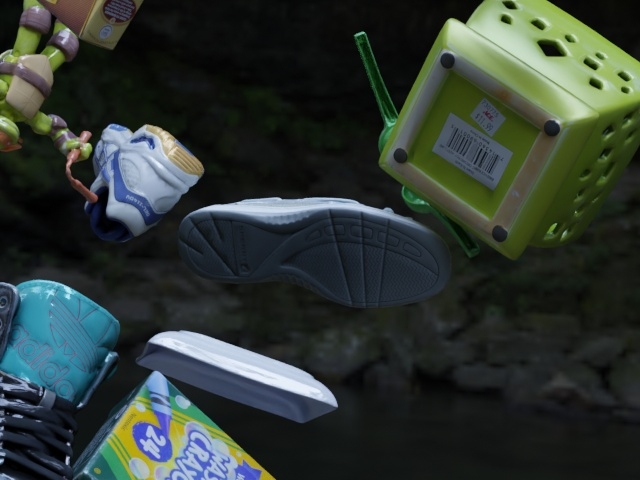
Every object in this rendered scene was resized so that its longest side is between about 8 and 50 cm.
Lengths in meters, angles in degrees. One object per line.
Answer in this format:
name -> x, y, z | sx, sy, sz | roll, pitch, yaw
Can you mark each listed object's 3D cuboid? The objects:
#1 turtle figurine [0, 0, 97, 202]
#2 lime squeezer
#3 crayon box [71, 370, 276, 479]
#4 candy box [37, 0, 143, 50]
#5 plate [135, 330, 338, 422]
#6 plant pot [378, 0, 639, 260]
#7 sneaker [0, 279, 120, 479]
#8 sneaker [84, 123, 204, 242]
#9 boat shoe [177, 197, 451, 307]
turtle figurine -> -0.313, -0.176, 1.676 | 0.087, 0.217, 0.269 | 6, -25, 44
lime squeezer -> 0.105, -0.098, 1.821 | 0.059, 0.310, 0.110 | -28, -18, 8
crayon box -> -0.110, 0.310, 1.576 | 0.083, 0.323, 0.203 | -42, 8, 28
candy box -> -0.190, -0.283, 1.402 | 0.109, 0.186, 0.053 | 41, 15, 30
plate -> -0.123, 0.192, 2.198 | 0.278, 0.045, 0.277 | 20, -13, -7
plant pot -> 0.209, -0.122, 1.668 | 0.228, 0.227, 0.207 | 37, 31, 18
sneaker -> -0.207, 0.123, 1.088 | 0.124, 0.178, 0.295 | 39, -6, -34
sneaker -> -0.244, -0.063, 1.843 | 0.112, 0.131, 0.296 | 41, -13, -12
boat shoe -> -0.001, 0.002, 1.735 | 0.320, 0.118, 0.103 | 3, 20, 20
